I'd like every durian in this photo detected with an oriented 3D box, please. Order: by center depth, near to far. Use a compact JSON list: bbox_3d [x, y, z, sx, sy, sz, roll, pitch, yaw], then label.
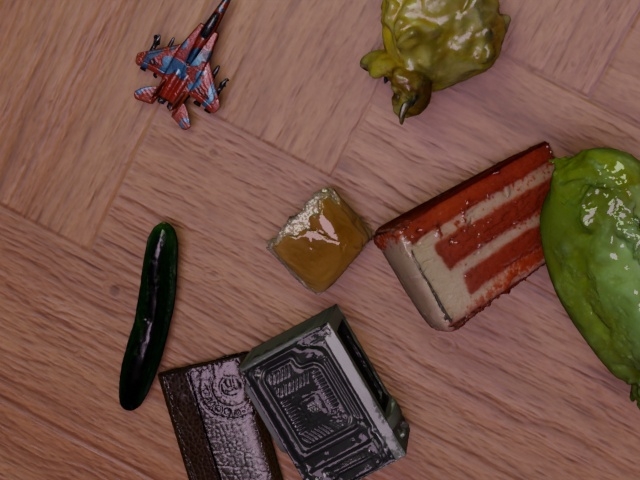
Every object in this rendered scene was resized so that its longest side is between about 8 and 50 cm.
[{"bbox_3d":[0.395,0.036,1.647,0.204,0.256,0.339,-32,78,-16],"label":"durian"}]

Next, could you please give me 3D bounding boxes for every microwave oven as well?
[{"bbox_3d":[0.006,0.216,1.787,0.162,0.122,0.208,-29,95,10],"label":"microwave oven"}]

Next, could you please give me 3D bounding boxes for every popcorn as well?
[{"bbox_3d":[0.134,-0.256,1.669,0.195,0.173,0.168,-41,135,7],"label":"popcorn"}]

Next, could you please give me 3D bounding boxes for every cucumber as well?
[{"bbox_3d":[-0.233,0.109,1.834,0.056,0.056,0.284,14,106,5],"label":"cucumber"}]

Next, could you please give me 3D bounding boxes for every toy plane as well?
[{"bbox_3d":[-0.164,-0.245,1.762,0.130,0.061,0.189,33,98,1],"label":"toy plane"}]

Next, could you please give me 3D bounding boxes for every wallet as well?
[{"bbox_3d":[-0.132,0.284,1.859,0.133,0.039,0.243,-13,98,8],"label":"wallet"}]

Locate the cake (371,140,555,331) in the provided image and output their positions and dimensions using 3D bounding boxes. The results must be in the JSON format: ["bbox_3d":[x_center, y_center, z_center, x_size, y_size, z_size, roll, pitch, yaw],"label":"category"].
[{"bbox_3d":[0.201,0.000,1.763,0.262,0.160,0.158,-30,95,-24],"label":"cake"}]

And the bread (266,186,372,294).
[{"bbox_3d":[-0.001,0.001,1.771,0.106,0.082,0.125,46,99,5],"label":"bread"}]
